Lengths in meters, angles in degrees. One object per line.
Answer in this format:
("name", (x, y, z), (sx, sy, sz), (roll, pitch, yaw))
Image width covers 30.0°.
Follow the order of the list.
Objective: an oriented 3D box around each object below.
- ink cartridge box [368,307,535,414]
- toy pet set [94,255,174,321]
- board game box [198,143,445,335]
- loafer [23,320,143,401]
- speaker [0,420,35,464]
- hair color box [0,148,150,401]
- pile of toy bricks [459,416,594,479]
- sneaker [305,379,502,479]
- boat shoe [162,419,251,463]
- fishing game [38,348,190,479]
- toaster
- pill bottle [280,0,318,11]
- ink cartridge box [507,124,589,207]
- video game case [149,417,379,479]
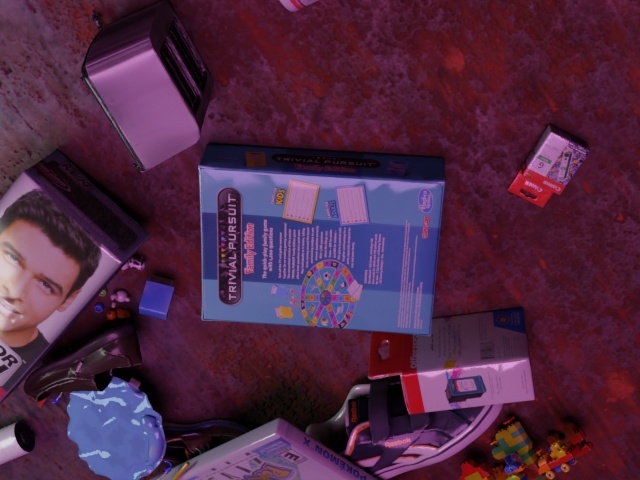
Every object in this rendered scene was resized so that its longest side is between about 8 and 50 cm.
("ink cartridge box", (0.191, 0.178, 1.749), (0.231, 0.134, 0.078), (-8, 119, 10))
("toy pet set", (-0.280, 0.085, 1.777), (0.114, 0.065, 0.122), (15, 120, -3))
("board game box", (0.000, 0.000, 1.696), (0.336, 0.079, 0.254), (4, 120, 3))
("loafer", (-0.359, 0.200, 1.809), (0.220, 0.080, 0.078), (-29, 89, 26))
("speaker", (-0.536, 0.343, 1.953), (0.136, 0.055, 0.055), (-25, 115, 18))
("hair color box", (-0.438, 0.069, 1.735), (0.185, 0.113, 0.374), (43, 115, -4))
("pile of toy bricks", (0.312, 0.326, 1.855), (0.212, 0.118, 0.105), (-38, 82, 39))
("sneaker", (0.119, 0.275, 1.815), (0.321, 0.126, 0.127), (-32, 118, 22))
("boat shoe", (-0.198, 0.333, 1.910), (0.183, 0.066, 0.066), (-2, 121, 7))
("fishing game", (-0.320, 0.293, 1.882), (0.264, 0.041, 0.189), (40, 119, 10))
("toaster", (-0.223, -0.210, 1.548), (0.110, 0.168, 0.186), (-22, 116, 14))
("pill bottle", (0.023, -0.365, 1.470), (0.180, 0.108, 0.108), (-21, 116, 15))
("ink cartridge box", (0.312, -0.096, 1.642), (0.062, 0.029, 0.115), (25, 118, -10))
("video game case", (-0.064, 0.411, 1.883), (0.300, 0.036, 0.329), (37, 133, -26))
